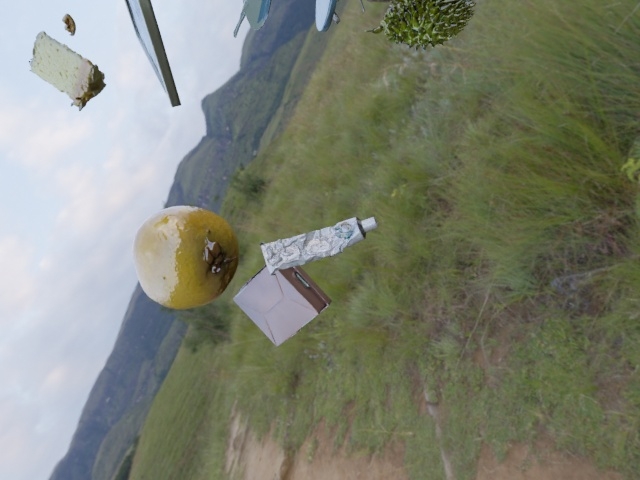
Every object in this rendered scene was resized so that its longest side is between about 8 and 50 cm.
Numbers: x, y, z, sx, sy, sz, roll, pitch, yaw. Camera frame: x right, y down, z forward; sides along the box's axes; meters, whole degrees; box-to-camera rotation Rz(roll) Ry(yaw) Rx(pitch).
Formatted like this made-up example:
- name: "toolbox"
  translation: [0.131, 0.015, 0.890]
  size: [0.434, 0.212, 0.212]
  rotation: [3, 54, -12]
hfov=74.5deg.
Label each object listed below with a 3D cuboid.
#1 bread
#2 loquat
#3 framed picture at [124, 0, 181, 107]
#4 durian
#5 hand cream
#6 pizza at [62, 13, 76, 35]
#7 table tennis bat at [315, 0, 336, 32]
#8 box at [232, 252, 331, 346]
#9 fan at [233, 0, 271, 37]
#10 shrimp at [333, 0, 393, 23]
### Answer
- name: "bread"
  translation: [-0.592, -0.420, 1.008]
  size: [0.152, 0.147, 0.127]
  rotation: [-30, 30, 51]
- name: "loquat"
  translation: [-0.337, 0.037, 1.073]
  size: [0.275, 0.274, 0.275]
  rotation: [-158, 90, -86]
- name: "framed picture"
  translation: [-0.323, -0.414, 0.737]
  size: [0.324, 0.020, 0.240]
  rotation: [56, 159, 35]
- name: "durian"
  translation: [0.185, -0.407, 0.702]
  size: [0.221, 0.137, 0.095]
  rotation: [-53, -24, -18]
- name: "hand cream"
  translation: [0.001, 0.002, 0.907]
  size: [0.050, 0.257, 0.084]
  rotation: [69, -179, -63]
- name: "pizza"
  translation: [-0.812, -0.696, 1.361]
  size: [0.083, 0.037, 0.016]
  rotation: [122, 135, -55]
- name: "table tennis bat"
  translation: [0.008, -0.382, 0.619]
  size: [0.100, 0.019, 0.155]
  rotation: [126, 144, -66]
- name: "box"
  translation: [-0.116, 0.174, 1.227]
  size: [0.215, 0.215, 0.086]
  rotation: [-42, 1, 30]
- name: "fan"
  translation: [-0.102, -0.349, 0.607]
  size: [0.175, 0.005, 0.113]
  rotation: [-23, 79, 61]
- name: "shrimp"
  translation: [0.047, -0.577, 0.925]
  size: [0.145, 0.343, 0.116]
  rotation: [90, 170, -61]
